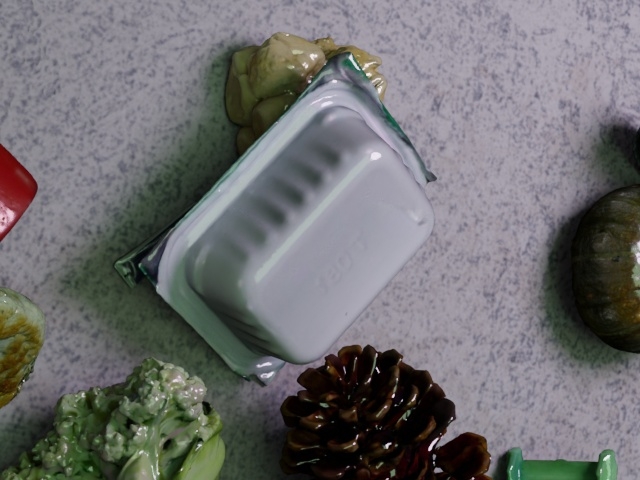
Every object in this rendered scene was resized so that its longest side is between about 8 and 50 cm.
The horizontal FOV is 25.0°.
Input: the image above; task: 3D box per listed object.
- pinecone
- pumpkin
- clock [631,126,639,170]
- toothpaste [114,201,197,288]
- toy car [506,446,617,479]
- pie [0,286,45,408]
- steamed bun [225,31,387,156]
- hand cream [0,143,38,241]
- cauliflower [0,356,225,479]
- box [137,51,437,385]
[{"bbox_3d":[0.069,0.247,1.618,0.246,0.246,0.292,-37,125,-22],"label":"pinecone"},{"bbox_3d":[0.422,0.036,1.857,0.224,0.157,0.223,6,79,-35],"label":"pumpkin"},{"bbox_3d":[0.535,-0.065,1.834,0.312,0.312,0.061,43,80,-19],"label":"clock"},{"bbox_3d":[-0.174,-0.003,1.642,0.140,0.021,0.037,-42,107,-19],"label":"toothpaste"},{"bbox_3d":[0.289,0.449,1.769,0.176,0.213,0.358,-23,105,-60],"label":"toy car"},{"bbox_3d":[-0.379,0.134,1.448,0.240,0.240,0.054,-31,66,-23],"label":"pie"},{"bbox_3d":[-0.012,-0.147,1.676,0.178,0.106,0.192,2,90,-24],"label":"steamed bun"},{"bbox_3d":[-0.388,-0.034,1.445,0.125,0.193,0.193,45,71,-18],"label":"hand cream"},{"bbox_3d":[-0.188,0.257,1.489,0.239,0.315,0.256,32,99,-22],"label":"cauliflower"},{"bbox_3d":[0.000,0.000,1.613,0.336,0.106,0.264,-48,131,-10],"label":"box"}]
